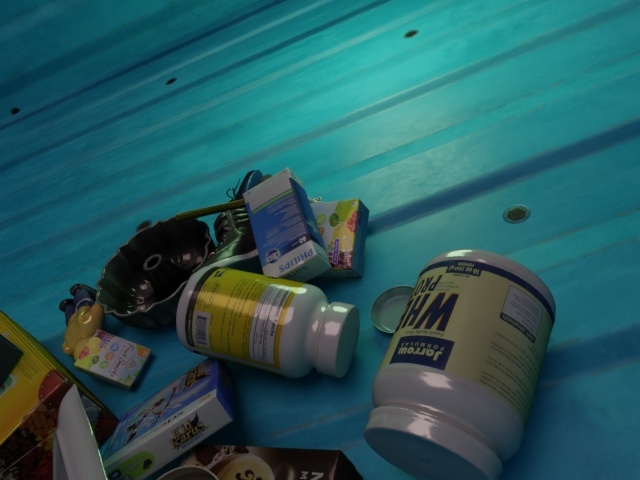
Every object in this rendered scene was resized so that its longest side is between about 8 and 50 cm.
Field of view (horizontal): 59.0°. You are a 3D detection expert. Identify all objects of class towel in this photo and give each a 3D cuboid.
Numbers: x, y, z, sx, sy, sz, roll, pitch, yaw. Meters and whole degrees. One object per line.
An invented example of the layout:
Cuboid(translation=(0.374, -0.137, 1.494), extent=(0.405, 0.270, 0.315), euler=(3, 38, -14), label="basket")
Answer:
Cuboid(translation=(-0.247, -0.077, 1.432), extent=(0.237, 0.021, 0.102), euler=(-13, -3, -15), label="towel")

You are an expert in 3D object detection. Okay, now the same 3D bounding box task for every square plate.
Cuboid(translation=(-0.389, 0.474, 0.921), extent=(0.049, 0.347, 0.344), euler=(-4, 28, -34), label="square plate")

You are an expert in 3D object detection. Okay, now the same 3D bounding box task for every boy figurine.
Cuboid(translation=(-0.591, 0.222, 1.440), extent=(0.177, 0.092, 0.285), euler=(-54, 43, 7), label="boy figurine")

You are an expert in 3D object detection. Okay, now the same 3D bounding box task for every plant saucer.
Cuboid(translation=(0.161, 0.145, 1.156), extent=(0.120, 0.021, 0.119), euler=(-15, 42, 14), label="plant saucer")

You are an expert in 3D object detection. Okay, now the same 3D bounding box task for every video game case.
Cuboid(translation=(-0.286, 0.338, 1.086), extent=(0.244, 0.061, 0.269), euler=(-32, 10, -5), label="video game case")

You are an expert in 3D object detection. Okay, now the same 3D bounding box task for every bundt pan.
Cuboid(translation=(-0.397, 0.094, 1.447), extent=(0.331, 0.124, 0.330), euler=(-16, 41, 15), label="bundt pan")

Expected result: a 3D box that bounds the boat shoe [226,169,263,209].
Cuboid(translation=(-0.222, -0.098, 1.561), extent=(0.089, 0.109, 0.258), euler=(-10, 42, 26), label="boat shoe")

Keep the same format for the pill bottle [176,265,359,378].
Cuboid(translation=(-0.100, 0.167, 1.135), extent=(0.334, 0.187, 0.187), euler=(10, 53, 19), label="pill bottle")

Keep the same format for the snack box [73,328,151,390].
Cuboid(translation=(-0.482, 0.277, 1.320), extent=(0.141, 0.037, 0.100), euler=(21, 55, 1), label="snack box")

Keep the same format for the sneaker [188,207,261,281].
Cuboid(translation=(-0.230, 0.017, 1.342), extent=(0.147, 0.104, 0.296), euler=(45, 40, 13), label="sneaker")

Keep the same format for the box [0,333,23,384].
Cuboid(translation=(-0.775, 0.234, 1.197), extent=(0.207, 0.153, 0.108), euler=(-3, 47, 28), label="box")

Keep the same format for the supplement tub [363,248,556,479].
Cuboid(translation=(0.222, 0.201, 0.899), extent=(0.236, 0.235, 0.324), euler=(6, 51, 34), label="supplement tub")

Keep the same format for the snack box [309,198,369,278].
Cuboid(translation=(0.000, 0.000, 1.326), extent=(0.207, 0.070, 0.174), euler=(-5, 64, 28), label="snack box")

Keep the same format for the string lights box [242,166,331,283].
Cuboid(translation=(-0.081, -0.026, 1.291), extent=(0.133, 0.077, 0.259), euler=(-28, 56, 15), label="string lights box")

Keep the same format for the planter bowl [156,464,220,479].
Cuboid(translation=(-0.180, 0.425, 0.816), extent=(0.162, 0.109, 0.162), euler=(-15, 46, 16), label="planter bowl")

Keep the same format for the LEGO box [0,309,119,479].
Cuboid(translation=(-0.755, 0.404, 1.278), extent=(0.500, 0.193, 0.372), euler=(20, 60, 41), label="LEGO box")

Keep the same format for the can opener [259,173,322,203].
Cuboid(translation=(-0.078, -0.105, 1.507), extent=(0.093, 0.074, 0.280), euler=(-41, 42, -14), label="can opener")

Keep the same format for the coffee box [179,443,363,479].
Cuboid(translation=(-0.096, 0.438, 0.926), extent=(0.297, 0.118, 0.168), euler=(-7, 46, 24), label="coffee box")
